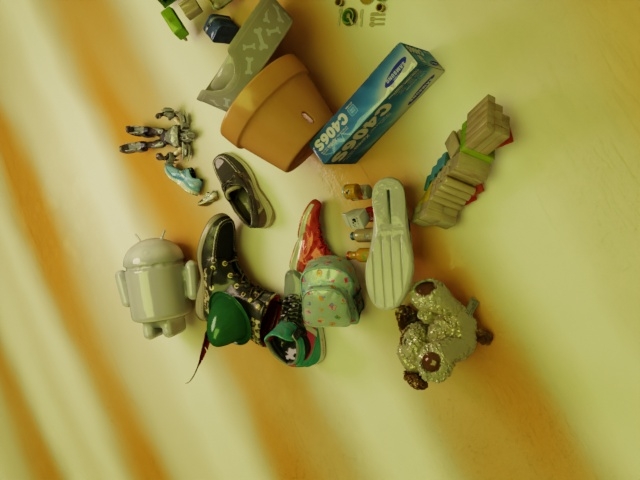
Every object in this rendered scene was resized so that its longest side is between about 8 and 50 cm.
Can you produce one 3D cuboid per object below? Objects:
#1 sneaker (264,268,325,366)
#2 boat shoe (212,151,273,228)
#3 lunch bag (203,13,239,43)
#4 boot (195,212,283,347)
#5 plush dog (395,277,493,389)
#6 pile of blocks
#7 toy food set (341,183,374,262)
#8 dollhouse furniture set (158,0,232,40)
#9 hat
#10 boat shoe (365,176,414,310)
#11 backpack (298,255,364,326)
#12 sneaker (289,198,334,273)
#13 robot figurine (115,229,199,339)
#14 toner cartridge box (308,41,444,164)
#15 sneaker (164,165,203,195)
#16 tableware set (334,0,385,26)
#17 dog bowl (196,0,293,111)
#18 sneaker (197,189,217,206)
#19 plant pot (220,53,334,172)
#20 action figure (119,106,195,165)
[{"bbox_3d":[-0.089,0.232,1.791,0.124,0.178,0.295,-13,89,35],"label":"sneaker"},{"bbox_3d":[-0.250,-0.154,1.897,0.103,0.092,0.285,-42,74,31],"label":"boat shoe"},{"bbox_3d":[-0.302,-0.634,1.862,0.065,0.099,0.067,53,126,20],"label":"lunch bag"},{"bbox_3d":[-0.243,0.128,1.905,0.284,0.138,0.377,24,113,30],"label":"boot"},{"bbox_3d":[0.283,0.253,1.573,0.225,0.211,0.262,-34,48,46],"label":"plush dog"},{"bbox_3d":[0.352,-0.171,1.503,0.113,0.148,0.362,20,126,-15],"label":"pile of blocks"},{"bbox_3d":[0.096,-0.056,1.659,0.105,0.111,0.232,-3,125,36],"label":"toy food set"},{"bbox_3d":[-0.347,-0.766,1.895,0.302,0.151,0.197,-32,90,7],"label":"dollhouse furniture set"},{"bbox_3d":[-0.321,0.278,1.815,0.173,0.184,0.208,-14,103,45],"label":"hat"},{"bbox_3d":[0.189,0.009,1.587,0.121,0.119,0.334,3,87,19],"label":"boat shoe"},{"bbox_3d":[0.024,0.141,1.695,0.166,0.144,0.188,-2,108,18],"label":"backpack"},{"bbox_3d":[0.000,0.000,1.777,0.128,0.087,0.221,19,108,13],"label":"sneaker"},{"bbox_3d":[-0.541,0.144,2.068,0.300,0.200,0.353,-7,93,11],"label":"robot figurine"},{"bbox_3d":[0.138,-0.332,1.570,0.348,0.165,0.075,-45,73,30],"label":"toner cartridge box"},{"bbox_3d":[-0.444,-0.213,2.051,0.162,0.063,0.073,36,96,21],"label":"sneaker"},{"bbox_3d":[0.105,-0.617,1.637,0.154,0.024,0.103,13,103,32],"label":"tableware set"},{"bbox_3d":[-0.199,-0.498,1.690,0.102,0.348,0.348,33,120,-15],"label":"dog bowl"},{"bbox_3d":[-0.365,-0.137,2.019,0.083,0.032,0.036,-22,70,29],"label":"sneaker"},{"bbox_3d":[-0.095,-0.323,1.678,0.203,0.291,0.291,43,119,3],"label":"plant pot"},{"bbox_3d":[-0.525,-0.337,2.055,0.285,0.099,0.185,0,85,29],"label":"action figure"}]
